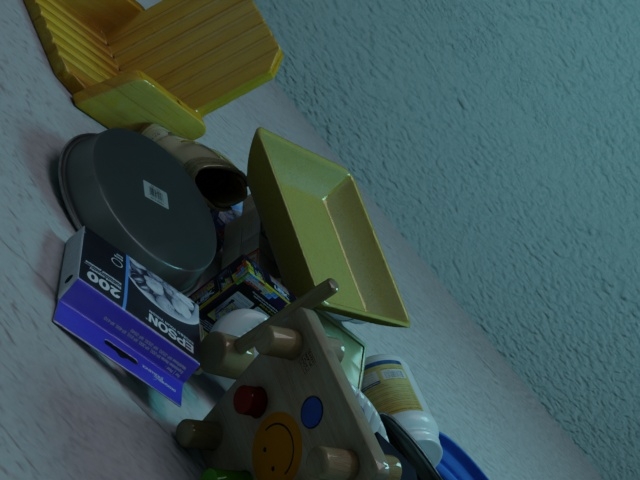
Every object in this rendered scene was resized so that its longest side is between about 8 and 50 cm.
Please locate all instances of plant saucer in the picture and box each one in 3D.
[{"bbox_3d":[0.000,0.000,1.995,0.333,0.081,0.332,19,45,-58],"label":"plant saucer"}]

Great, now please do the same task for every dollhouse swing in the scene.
[{"bbox_3d":[-0.298,-0.389,2.116,0.315,0.305,0.346,36,22,-53],"label":"dollhouse swing"}]

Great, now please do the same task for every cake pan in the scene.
[{"bbox_3d":[-0.263,-0.051,1.744,0.293,0.054,0.293,41,28,-28],"label":"cake pan"}]

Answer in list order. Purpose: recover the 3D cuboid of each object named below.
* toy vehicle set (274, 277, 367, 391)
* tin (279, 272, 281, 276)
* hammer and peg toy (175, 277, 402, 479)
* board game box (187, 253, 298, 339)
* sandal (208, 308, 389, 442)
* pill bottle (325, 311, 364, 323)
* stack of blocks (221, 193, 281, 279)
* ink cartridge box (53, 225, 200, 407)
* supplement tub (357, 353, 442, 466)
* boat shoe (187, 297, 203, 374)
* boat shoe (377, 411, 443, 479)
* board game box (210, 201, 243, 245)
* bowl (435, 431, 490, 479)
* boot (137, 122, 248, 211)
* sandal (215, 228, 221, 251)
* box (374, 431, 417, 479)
[{"bbox_3d":[-0.015,0.197,1.949,0.267,0.035,0.166,41,48,-43],"label":"toy vehicle set"},{"bbox_3d":[-0.035,0.033,2.034,0.106,0.040,0.189,40,30,-49],"label":"tin"},{"bbox_3d":[-0.061,0.210,1.429,0.127,0.266,0.361,16,36,-40],"label":"hammer and peg toy"},{"bbox_3d":[-0.113,0.116,1.764,0.170,0.141,0.048,43,17,-38],"label":"board game box"},{"bbox_3d":[-0.028,0.258,1.747,0.102,0.169,0.416,-4,-53,54],"label":"sandal"},{"bbox_3d":[0.039,0.100,2.397,0.221,0.121,0.121,31,25,-58],"label":"pill bottle"},{"bbox_3d":[-0.088,0.018,2.101,0.171,0.087,0.297,46,26,-30],"label":"stack of blocks"},{"bbox_3d":[-0.246,0.094,1.516,0.206,0.045,0.208,38,18,-23],"label":"ink cartridge box"},{"bbox_3d":[0.123,0.315,2.055,0.144,0.144,0.199,41,17,-43],"label":"supplement tub"},{"bbox_3d":[-0.188,0.135,1.659,0.043,0.049,0.137,48,15,-33],"label":"boat shoe"},{"bbox_3d":[0.151,0.423,1.840,0.335,0.121,0.119,53,-24,18],"label":"boat shoe"},{"bbox_3d":[-0.155,-0.021,2.230,0.136,0.035,0.201,49,14,-16],"label":"board game box"},{"bbox_3d":[0.288,0.541,2.190,0.391,0.077,0.391,49,13,-15],"label":"bowl"},{"bbox_3d":[-0.186,-0.107,2.062,0.203,0.095,0.262,32,0,42],"label":"boot"},{"bbox_3d":[-0.242,-0.036,1.953,0.254,0.054,0.097,51,15,-55],"label":"sandal"},{"bbox_3d":[0.056,0.378,1.620,0.093,0.156,0.158,47,14,-21],"label":"box"}]
